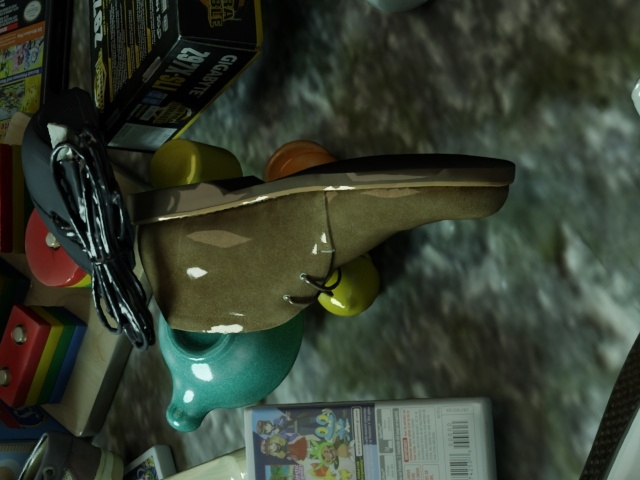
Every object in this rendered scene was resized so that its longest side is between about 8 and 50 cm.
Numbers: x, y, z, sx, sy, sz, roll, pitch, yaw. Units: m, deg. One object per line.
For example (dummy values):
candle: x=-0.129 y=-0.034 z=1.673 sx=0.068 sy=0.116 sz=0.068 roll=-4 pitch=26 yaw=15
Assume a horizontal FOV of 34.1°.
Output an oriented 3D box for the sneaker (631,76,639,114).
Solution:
sneaker: x=0.266 y=-0.118 z=0.614 sx=0.071 sy=0.068 sz=0.170 roll=53 pitch=127 yaw=17

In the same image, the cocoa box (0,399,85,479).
cocoa box: x=-0.434 y=0.298 z=1.063 sx=0.231 sy=0.228 sz=0.347 roll=30 pitch=103 yaw=43

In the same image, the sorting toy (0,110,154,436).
sorting toy: x=-0.294 y=0.026 z=1.051 sx=0.257 sy=0.089 sz=0.255 roll=30 pitch=104 yaw=34

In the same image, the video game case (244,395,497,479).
video game case: x=0.037 y=0.214 z=0.734 sx=0.183 sy=0.023 sz=0.201 roll=-6 pitch=84 yaw=21

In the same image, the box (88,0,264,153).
box: x=-0.143 y=-0.271 z=0.938 sx=0.257 sy=0.079 sz=0.322 roll=148 pitch=120 yaw=-61

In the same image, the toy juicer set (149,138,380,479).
toy juicer set: x=-0.045 y=0.071 z=0.854 sx=0.209 sy=0.089 sz=0.329 roll=-3 pitch=77 yaw=24

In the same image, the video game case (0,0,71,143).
video game case: x=-0.389 y=-0.211 z=1.239 sx=0.275 sy=0.035 sz=0.248 roll=-5 pitch=79 yaw=41

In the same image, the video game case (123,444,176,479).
video game case: x=-0.172 y=0.312 z=0.962 sx=0.173 sy=0.022 sz=0.190 roll=-39 pitch=58 yaw=32

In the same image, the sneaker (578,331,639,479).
sneaker: x=0.225 y=0.126 z=0.597 sx=0.123 sy=0.106 sz=0.290 roll=23 pitch=91 yaw=8

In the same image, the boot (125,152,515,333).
boot: x=0.000 y=0.000 z=0.754 sx=0.305 sy=0.112 sz=0.115 roll=-8 pitch=91 yaw=30

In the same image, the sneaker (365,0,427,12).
sneaker: x=0.062 y=-0.358 z=0.780 sx=0.236 sy=0.130 sz=0.323 roll=52 pitch=122 yaw=30

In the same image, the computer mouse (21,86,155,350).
computer mouse: x=-0.202 y=-0.041 z=0.849 sx=0.272 sy=0.072 sz=0.188 roll=-124 pitch=21 yaw=-59

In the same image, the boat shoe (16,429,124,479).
boat shoe: x=-0.297 y=0.296 z=0.953 sx=0.285 sy=0.092 sz=0.103 roll=-52 pitch=20 yaw=-1
